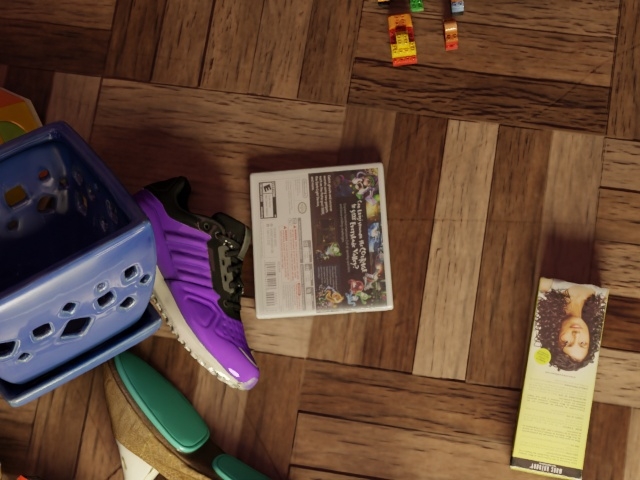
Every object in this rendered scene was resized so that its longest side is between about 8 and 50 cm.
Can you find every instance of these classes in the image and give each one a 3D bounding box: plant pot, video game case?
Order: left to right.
[{"bbox_3d":[-0.327,0.038,1.334,0.236,0.212,0.236,-29,51,-21],"label":"plant pot"},{"bbox_3d":[0.000,0.000,1.471,0.173,0.022,0.190,-4,77,5],"label":"video game case"}]

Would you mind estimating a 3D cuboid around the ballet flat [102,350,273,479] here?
[{"bbox_3d":[-0.159,0.283,1.399,0.342,0.116,0.124,39,104,8],"label":"ballet flat"}]

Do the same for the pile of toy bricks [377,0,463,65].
[{"bbox_3d":[0.121,-0.341,1.484,0.118,0.105,0.212,-8,78,4],"label":"pile of toy bricks"}]

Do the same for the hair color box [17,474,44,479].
[{"bbox_3d":[-0.307,0.338,1.408,0.141,0.072,0.043,28,82,9],"label":"hair color box"}]

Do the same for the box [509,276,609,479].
[{"bbox_3d":[0.285,0.165,1.389,0.087,0.058,0.232,8,80,8],"label":"box"}]

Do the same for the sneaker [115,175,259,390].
[{"bbox_3d":[-0.138,0.040,1.435,0.146,0.102,0.293,-35,77,-2],"label":"sneaker"}]

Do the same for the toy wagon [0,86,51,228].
[{"bbox_3d":[-0.504,-0.074,1.449,0.344,0.068,0.267,-20,75,-28],"label":"toy wagon"}]
